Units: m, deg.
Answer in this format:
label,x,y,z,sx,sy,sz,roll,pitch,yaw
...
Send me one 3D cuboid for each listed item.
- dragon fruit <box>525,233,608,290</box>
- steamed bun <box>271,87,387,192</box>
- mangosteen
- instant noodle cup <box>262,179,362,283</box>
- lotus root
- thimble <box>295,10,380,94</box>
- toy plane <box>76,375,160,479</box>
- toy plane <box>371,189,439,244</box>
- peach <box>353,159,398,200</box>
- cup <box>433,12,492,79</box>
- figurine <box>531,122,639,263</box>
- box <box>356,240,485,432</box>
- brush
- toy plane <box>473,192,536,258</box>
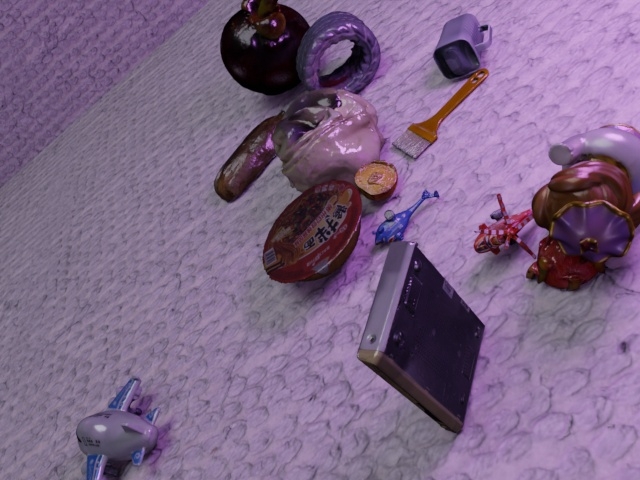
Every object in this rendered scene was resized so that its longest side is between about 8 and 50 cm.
label,x,y,z,sx,sy,sz,roll,pitch,yaw
dragon fruit,0.394,0.018,0.967,0.126,0.068,0.112,9,61,47
steamed bun,-0.001,-0.249,1.474,0.320,0.206,0.275,19,73,54
mangosteen,-0.162,-0.597,1.862,0.297,0.297,0.293,-46,7,0
instant noodle cup,0.000,0.000,1.337,0.273,0.091,0.274,-26,41,25
lotus root,-0.208,-0.266,1.787,0.167,0.078,0.329,24,75,49
thimble,0.044,-0.507,1.673,0.236,0.205,0.172,-61,27,23
toy plane,-0.460,0.437,1.362,0.266,0.122,0.267,-28,40,26
toy plane,0.176,-0.047,1.253,0.167,0.054,0.062,-44,62,4
peach,0.127,-0.131,1.353,0.098,0.061,0.098,-4,61,7
cup,0.341,-0.462,1.417,0.128,0.095,0.130,-14,42,38
figurine,0.421,-0.077,0.920,0.263,0.189,0.142,-45,-13,-40
box,0.165,0.145,0.905,0.045,0.270,0.211,-4,53,40
brush,0.287,-0.300,1.398,0.272,0.013,0.103,-45,38,1
toy plane,0.344,-0.044,1.049,0.194,0.126,0.077,-53,10,-6
